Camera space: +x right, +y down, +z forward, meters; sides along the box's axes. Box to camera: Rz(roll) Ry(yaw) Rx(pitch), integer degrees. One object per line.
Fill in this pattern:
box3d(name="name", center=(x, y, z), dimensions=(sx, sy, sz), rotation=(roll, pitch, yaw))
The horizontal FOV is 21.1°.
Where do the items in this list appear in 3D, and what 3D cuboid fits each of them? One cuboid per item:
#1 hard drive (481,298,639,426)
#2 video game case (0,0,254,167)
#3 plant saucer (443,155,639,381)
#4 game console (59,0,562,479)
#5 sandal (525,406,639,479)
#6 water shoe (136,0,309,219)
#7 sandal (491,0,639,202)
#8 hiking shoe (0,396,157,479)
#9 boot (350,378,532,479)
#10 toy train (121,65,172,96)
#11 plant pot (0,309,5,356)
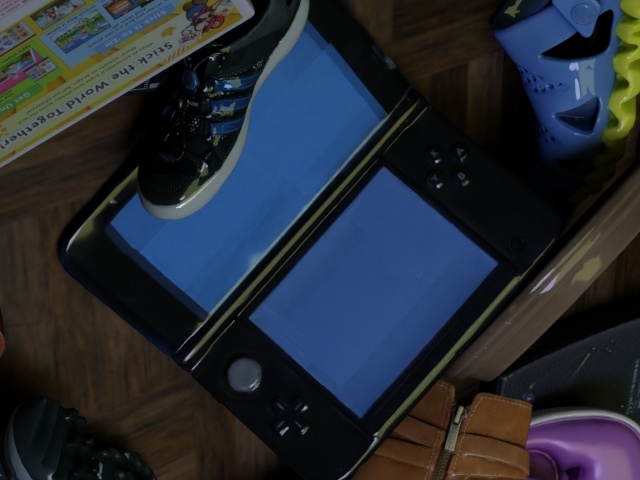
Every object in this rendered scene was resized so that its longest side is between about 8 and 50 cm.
box3d(name="hard drive", center=(0.259, 0.148, 1.696), dimensions=(0.254, 0.054, 0.172), rotation=(-18, 127, -30))
box3d(name="video game case", center=(-0.174, -0.139, 1.070), dimensions=(0.227, 0.026, 0.206), rotation=(-30, 152, 5))
box3d(name="plant saucer", center=(0.209, 0.024, 1.466), dimensions=(0.278, 0.041, 0.278), rotation=(-46, 175, -5))
box3d(name="game console", center=(0.000, 0.000, 1.308), dimensions=(0.293, 0.250, 0.173), rotation=(-48, 163, -3))
box3d(name="sandal", center=(0.131, 0.276, 1.557), dimensions=(0.416, 0.102, 0.169), rotation=(-18, 102, -14))
box3d(name="water shoe", center=(-0.083, -0.114, 1.214), dimensions=(0.203, 0.073, 0.080), rotation=(-63, 150, -10))
box3d(name="sandal", center=(0.205, -0.169, 1.418), dimensions=(0.138, 0.126, 0.317), rotation=(7, 127, -2))
box3d(name="hiking shoe", center=(-0.206, 0.217, 1.343), dimensions=(0.132, 0.113, 0.304), rotation=(-19, 143, 10))
box3d(name="boot", center=(0.038, 0.211, 1.457), dimensions=(0.109, 0.283, 0.220), rotation=(74, 28, -81))
box3d(name="toy train", center=(-0.173, -0.110, 1.189), dimensions=(0.158, 0.027, 0.036), rotation=(-10, 134, -36))
box3d(name="plant pot", center=(-0.338, 0.024, 0.986), dimensions=(0.267, 0.236, 0.267), rotation=(-47, 137, -6))
